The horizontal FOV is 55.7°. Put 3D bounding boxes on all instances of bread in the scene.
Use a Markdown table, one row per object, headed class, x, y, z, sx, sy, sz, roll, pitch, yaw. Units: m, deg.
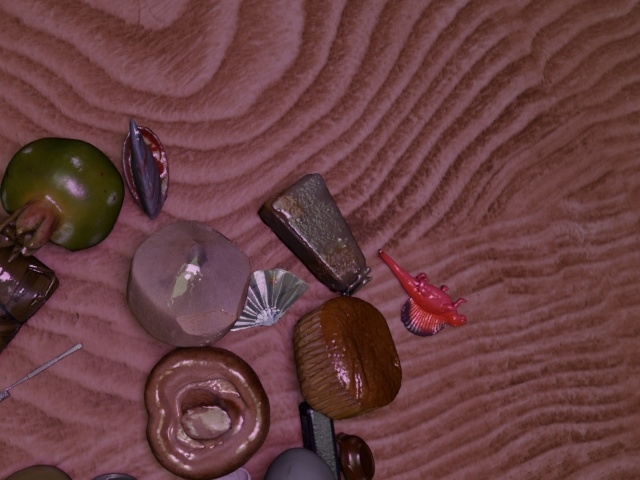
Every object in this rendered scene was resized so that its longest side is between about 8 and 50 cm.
| class | x | y | z | sx | sy | sz | roll | pitch | yaw |
| --- | --- | --- | --- | --- | --- | --- | --- | --- | --- |
| bread | 0.057 | 0.251 | 1.308 | 0.227 | 0.142 | 0.253 | 13 | 51 | -42 |

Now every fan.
| class | x | y | z | sx | sy | sz | roll | pitch | yaw |
| --- | --- | --- | --- | --- | --- | --- | --- | --- | --- |
| fan | -0.141 | 0.137 | 1.388 | 0.240 | 0.009 | 0.131 | -26 | 87 | -17 |

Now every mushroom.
| class | x | y | z | sx | sy | sz | roll | pitch | yaw |
| --- | --- | --- | --- | --- | --- | --- | --- | --- | --- |
| mushroom | -0.242 | 0.356 | 1.258 | 0.278 | 0.146 | 0.278 | 0 | 85 | -5 |

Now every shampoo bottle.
| class | x | y | z | sx | sy | sz | roll | pitch | yaw |
| --- | --- | --- | --- | --- | --- | --- | --- | --- | --- |
| shampoo bottle | 0.000 | 0.440 | 1.333 | 0.071 | 0.098 | 0.309 | -6 | 83 | -11 |

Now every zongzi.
| class | x | y | z | sx | sy | sz | roll | pitch | yaw |
| --- | --- | --- | --- | --- | --- | --- | --- | --- | --- |
| zongzi | -0.693 | 0.111 | 1.167 | 0.260 | 0.123 | 0.289 | 44 | 75 | -22 |

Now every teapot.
| class | x | y | z | sx | sy | sz | roll | pitch | yaw |
| --- | --- | --- | --- | --- | --- | --- | --- | --- | --- |
| teapot | 0.070 | 0.493 | 1.357 | 0.098 | 0.078 | 0.129 | -36 | 108 | -60 |

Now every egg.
| class | x | y | z | sx | sy | sz | roll | pitch | yaw |
| --- | --- | --- | --- | --- | --- | --- | --- | --- | --- |
| egg | -0.037 | 0.529 | 1.195 | 0.168 | 0.168 | 0.230 | -6 | 74 | -16 |

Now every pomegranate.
| class | x | y | z | sx | sy | sz | roll | pitch | yaw |
| --- | --- | --- | --- | --- | --- | --- | --- | --- | --- |
| pomegranate | -0.518 | -0.075 | 1.176 | 0.236 | 0.302 | 0.235 | 2 | 115 | 5 |

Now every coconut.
| class | x | y | z | sx | sy | sz | roll | pitch | yaw |
| --- | --- | --- | --- | --- | --- | --- | --- | --- | --- |
| coconut | -0.259 | 0.086 | 1.224 | 0.245 | 0.247 | 0.244 | 11 | 59 | -18 |

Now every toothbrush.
| class | x | y | z | sx | sy | sz | roll | pitch | yaw |
| --- | --- | --- | --- | --- | --- | --- | --- | --- | --- |
| toothbrush | -0.580 | 0.270 | 1.246 | 0.194 | 0.014 | 0.017 | -35 | 92 | -17 |

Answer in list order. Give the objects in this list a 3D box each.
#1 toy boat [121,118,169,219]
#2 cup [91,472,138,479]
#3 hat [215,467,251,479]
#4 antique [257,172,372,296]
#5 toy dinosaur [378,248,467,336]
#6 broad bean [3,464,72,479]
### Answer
| class | x | y | z | sx | sy | sz | roll | pitch | yaw |
| --- | --- | --- | --- | --- | --- | --- | --- | --- | --- |
| toy boat | -0.357 | -0.155 | 1.230 | 0.096 | 0.282 | 0.206 | -6 | 83 | -14 |
| cup | -0.415 | 0.551 | 1.202 | 0.120 | 0.120 | 0.141 | 5 | 91 | -14 |
| hat | -0.185 | 0.576 | 1.238 | 0.203 | 0.203 | 0.126 | -46 | 118 | -16 |
| antique | 0.000 | 0.000 | 1.383 | 0.150 | 0.125 | 0.284 | -37 | 92 | -17 |
| toy dinosaur | 0.227 | 0.147 | 1.469 | 0.286 | 0.070 | 0.139 | 31 | 97 | -7 |
| broad bean | -0.570 | 0.565 | 1.152 | 0.189 | 0.121 | 0.263 | 29 | 74 | -13 |
